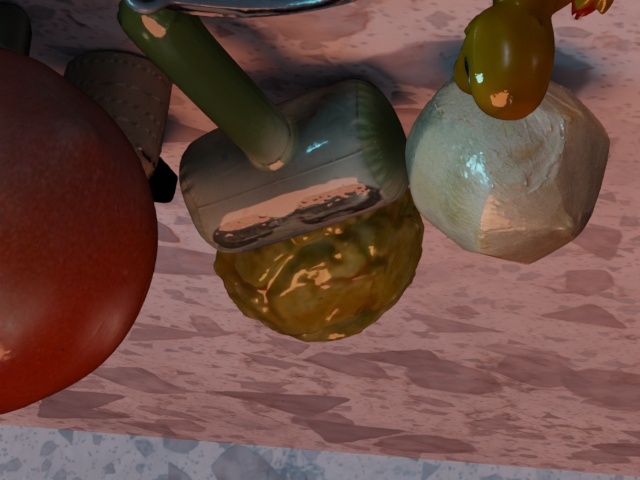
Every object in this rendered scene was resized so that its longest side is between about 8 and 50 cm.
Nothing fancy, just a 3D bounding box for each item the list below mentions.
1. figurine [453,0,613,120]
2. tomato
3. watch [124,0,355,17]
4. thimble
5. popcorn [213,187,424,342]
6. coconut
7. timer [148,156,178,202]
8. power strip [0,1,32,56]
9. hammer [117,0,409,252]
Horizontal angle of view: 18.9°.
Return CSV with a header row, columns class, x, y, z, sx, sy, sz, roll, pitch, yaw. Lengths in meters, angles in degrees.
class,x,y,z,sx,sy,sz,roll,pitch,yaw
figurine,0.147,-0.163,1.256,0.121,0.176,0.122,18,177,-35
tomato,-0.289,-0.013,1.578,0.321,0.321,0.321,7,163,2
watch,-0.072,-0.217,1.375,0.206,0.068,0.193,-8,157,36
thimble,-0.187,-0.110,1.729,0.102,0.090,0.115,4,162,13
popcorn,0.000,0.000,1.864,0.204,0.183,0.221,-26,155,3
coconut,0.162,-0.062,1.593,0.162,0.161,0.161,36,178,29
timer,-0.237,-0.073,1.847,0.187,0.055,0.144,13,-171,-17
power strip,-0.343,-0.178,1.633,0.194,0.059,0.265,9,162,-2
hammer,-0.071,-0.116,1.615,0.206,0.119,0.335,-20,143,19
